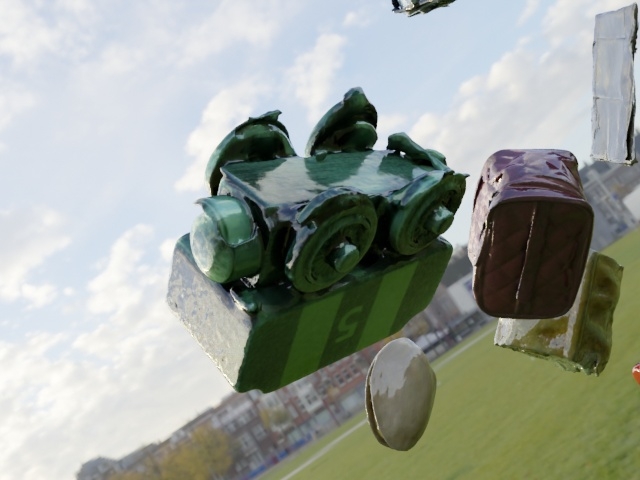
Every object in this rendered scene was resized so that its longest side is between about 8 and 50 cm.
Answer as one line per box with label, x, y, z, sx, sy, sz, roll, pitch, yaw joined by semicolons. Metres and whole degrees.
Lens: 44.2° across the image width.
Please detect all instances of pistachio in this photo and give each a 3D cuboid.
pistachio;0.162;0.308;1.587;0.152;0.223;0.126;7;-11;-23

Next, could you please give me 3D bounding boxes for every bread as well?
bread;0.474;0.121;1.559;0.252;0.238;0.196;-69;-22;-5

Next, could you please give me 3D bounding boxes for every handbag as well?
handbag;0.276;-0.005;1.053;0.146;0.135;0.225;3;-51;2

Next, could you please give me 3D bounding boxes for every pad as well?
pad;0.443;-0.232;1.195;0.022;0.233;0.174;-3;11;2

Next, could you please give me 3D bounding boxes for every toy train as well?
toy train;0.000;0.000;0.740;0.299;0.167;0.238;-17;-42;-38

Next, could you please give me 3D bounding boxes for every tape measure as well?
tape measure;0.110;-0.242;0.725;0.091;0.054;0.094;-25;9;-18

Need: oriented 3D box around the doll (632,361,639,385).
doll;0.317;0.054;0.584;0.194;0.062;0.104;-27;-41;-16
